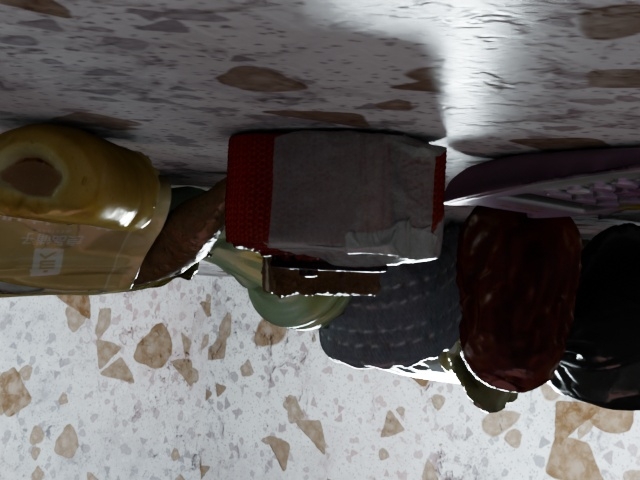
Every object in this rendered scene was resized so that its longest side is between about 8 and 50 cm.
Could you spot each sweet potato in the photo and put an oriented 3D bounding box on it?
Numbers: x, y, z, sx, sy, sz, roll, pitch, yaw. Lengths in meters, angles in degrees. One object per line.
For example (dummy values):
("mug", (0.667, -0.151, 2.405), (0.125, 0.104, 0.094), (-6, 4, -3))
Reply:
("sweet potato", (-0.169, 0.007, 1.582), (0.066, 0.072, 0.314), (-41, -179, -35))

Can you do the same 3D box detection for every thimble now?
("thimble", (0.105, 0.071, 1.902), (0.236, 0.172, 0.205), (-14, -159, -33))

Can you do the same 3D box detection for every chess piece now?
("chess piece", (-0.095, 0.001, 1.721), (0.175, 0.176, 0.298), (0, 162, 42))

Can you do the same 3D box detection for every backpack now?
("backpack", (0.462, 0.095, 1.769), (0.445, 0.255, 0.363), (-10, -178, -22))

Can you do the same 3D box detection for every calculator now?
("calculator", (0.267, -0.056, 1.228), (0.194, 0.043, 0.294), (8, 170, -43))

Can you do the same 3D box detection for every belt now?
("belt", (0.012, -0.029, 1.179), (0.200, 0.124, 0.128), (2, 178, 19))

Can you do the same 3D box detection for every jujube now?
("jujube", (0.230, 0.060, 1.589), (0.155, 0.230, 0.155), (9, 160, 3))

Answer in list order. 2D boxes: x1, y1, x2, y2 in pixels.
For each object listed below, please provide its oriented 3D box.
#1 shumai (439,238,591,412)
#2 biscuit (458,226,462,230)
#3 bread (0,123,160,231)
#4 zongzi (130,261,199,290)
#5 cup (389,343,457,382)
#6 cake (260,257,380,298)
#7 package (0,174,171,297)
("shumai", (0.309, 0.131, 2.127), (0.314, 0.262, 0.267), (-8, -177, 7))
("biscuit", (0.219, -0.007, 2.041), (0.131, 0.026, 0.237), (5, 177, -29))
("bread", (-0.229, -0.058, 1.213), (0.134, 0.085, 0.173), (6, 178, 12))
("zongzi", (-0.344, 0.007, 1.821), (0.286, 0.134, 0.288), (11, 166, -33))
("cup", (0.205, 0.129, 2.412), (0.253, 0.253, 0.371), (-1, 173, 44))
("cake", (0.000, 0.000, 1.511), (0.134, 0.135, 0.147), (1, 176, -1))
("package", (-0.352, -0.005, 1.520), (0.311, 0.165, 0.221), (5, 176, -29))
